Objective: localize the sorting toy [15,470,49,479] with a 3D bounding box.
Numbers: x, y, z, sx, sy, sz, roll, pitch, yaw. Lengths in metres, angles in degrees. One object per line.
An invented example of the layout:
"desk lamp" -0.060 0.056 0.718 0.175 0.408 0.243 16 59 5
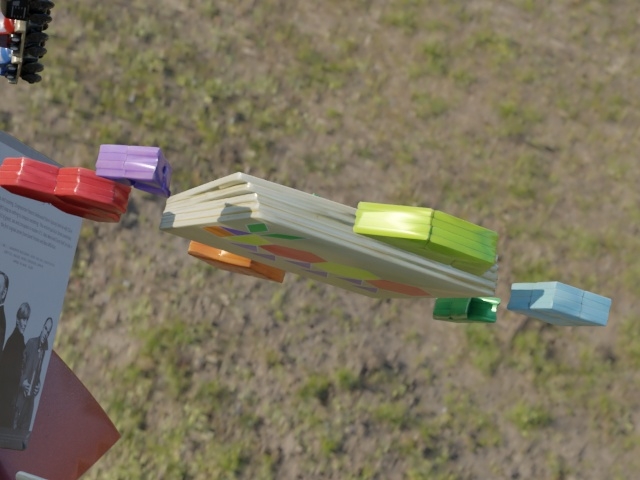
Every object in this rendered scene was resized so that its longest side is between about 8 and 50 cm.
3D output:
"sorting toy" -0.265 0.263 1.345 0.083 0.062 0.012 11 36 29

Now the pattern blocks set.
"pattern blocks set" 0.000 0.000 0.810 0.325 0.285 0.026 21 77 -36

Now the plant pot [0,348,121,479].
"plant pot" -0.436 0.212 1.553 0.235 0.267 0.267 66 19 -7

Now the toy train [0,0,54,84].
"toy train" -0.197 -0.137 0.882 0.036 0.158 0.027 4 75 -14

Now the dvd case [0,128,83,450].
"dvd case" -0.256 0.045 1.073 0.030 0.179 0.238 9 81 16
